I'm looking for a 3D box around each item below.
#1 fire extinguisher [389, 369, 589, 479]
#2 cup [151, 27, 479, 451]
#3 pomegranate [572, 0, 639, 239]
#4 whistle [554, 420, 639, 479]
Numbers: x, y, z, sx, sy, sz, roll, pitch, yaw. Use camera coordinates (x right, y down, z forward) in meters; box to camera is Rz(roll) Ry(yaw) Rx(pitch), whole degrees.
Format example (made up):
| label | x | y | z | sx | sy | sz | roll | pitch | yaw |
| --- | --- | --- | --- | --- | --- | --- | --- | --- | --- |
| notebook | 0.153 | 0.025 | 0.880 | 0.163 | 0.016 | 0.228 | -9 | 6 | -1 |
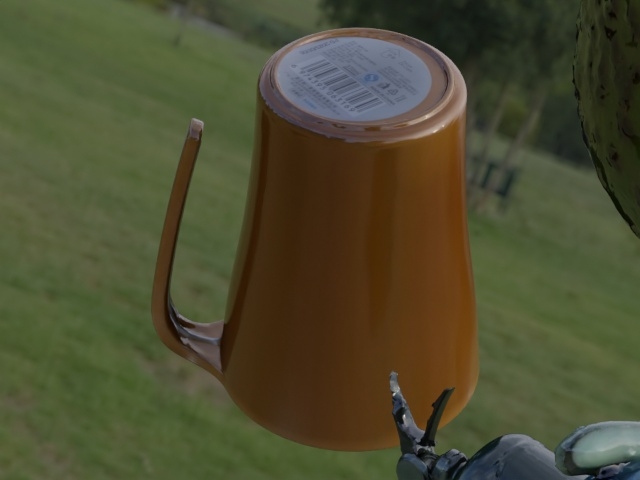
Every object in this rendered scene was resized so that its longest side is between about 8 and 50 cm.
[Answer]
| label | x | y | z | sx | sy | sz | roll | pitch | yaw |
| --- | --- | --- | --- | --- | --- | --- | --- | --- | --- |
| fire extinguisher | 0.141 | 0.180 | 1.038 | 0.294 | 0.118 | 0.093 | 32 | 37 | 31 |
| cup | 0.000 | 0.000 | 1.229 | 0.226 | 0.264 | 0.182 | 3 | 37 | 1 |
| pomegranate | 0.167 | -0.049 | 0.533 | 0.202 | 0.202 | 0.248 | 22 | 23 | 11 |
| whistle | 0.160 | 0.122 | 0.846 | 0.235 | 0.114 | 0.077 | -28 | 7 | -17 |
